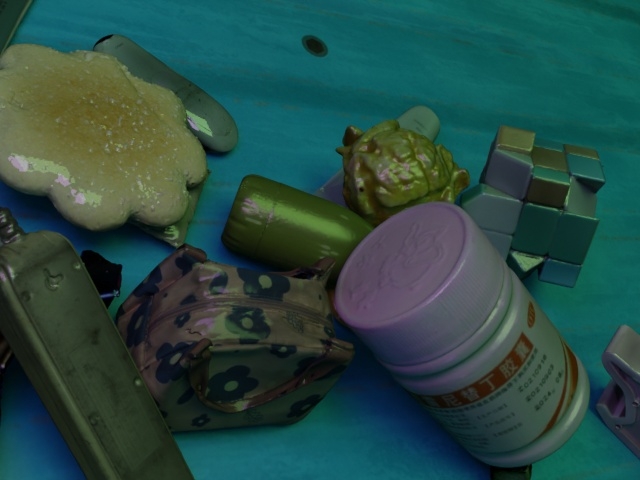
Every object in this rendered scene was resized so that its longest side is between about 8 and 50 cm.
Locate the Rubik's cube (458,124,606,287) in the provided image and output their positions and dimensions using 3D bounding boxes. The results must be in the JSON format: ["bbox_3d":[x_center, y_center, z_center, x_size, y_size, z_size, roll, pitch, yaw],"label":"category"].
[{"bbox_3d":[0.335,-0.053,1.248,0.213,0.265,0.224,12,29,6],"label":"Rubik's cube"}]

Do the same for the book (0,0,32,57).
[{"bbox_3d":[-0.593,-0.369,1.004,0.379,0.031,0.264,22,49,-18],"label":"book"}]

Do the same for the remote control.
[{"bbox_3d":[-0.229,-0.222,1.121,0.256,0.045,0.097,36,46,-2],"label":"remote control"}]

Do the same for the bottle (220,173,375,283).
[{"bbox_3d":[0.000,0.000,1.036,0.260,0.112,0.112,20,49,-7],"label":"bottle"}]

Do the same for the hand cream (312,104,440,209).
[{"bbox_3d":[0.109,-0.127,1.274,0.109,0.067,0.320,42,54,-1],"label":"hand cream"}]

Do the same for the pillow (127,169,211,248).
[{"bbox_3d":[-0.268,-0.086,0.996,0.230,0.050,0.148,25,53,-19],"label":"pillow"}]

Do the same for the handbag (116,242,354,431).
[{"bbox_3d":[-0.093,0.108,0.867,0.252,0.193,0.190,5,61,-29],"label":"handbag"}]

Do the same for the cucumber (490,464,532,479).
[{"bbox_3d":[0.282,0.263,1.065,0.086,0.115,0.193,10,45,12],"label":"cucumber"}]

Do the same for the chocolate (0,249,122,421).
[{"bbox_3d":[-0.328,0.110,0.776,0.148,0.126,0.343,4,40,20],"label":"chocolate"}]

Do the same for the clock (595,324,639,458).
[{"bbox_3d":[0.561,0.242,1.134,0.290,0.275,0.080,42,50,5],"label":"clock"}]

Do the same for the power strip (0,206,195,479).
[{"bbox_3d":[-0.228,0.144,0.740,0.092,0.066,0.387,-42,115,-53],"label":"power strip"}]

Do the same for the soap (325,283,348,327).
[{"bbox_3d":[0.043,0.054,1.102,0.089,0.033,0.168,7,56,-29],"label":"soap"}]

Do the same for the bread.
[{"bbox_3d":[-0.285,-0.140,0.958,0.316,0.054,0.316,22,43,-21],"label":"bread"}]

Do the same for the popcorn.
[{"bbox_3d":[0.106,-0.085,1.115,0.167,0.187,0.185,-47,117,-18],"label":"popcorn"}]

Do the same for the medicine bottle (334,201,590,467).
[{"bbox_3d":[0.185,0.126,0.957,0.316,0.202,0.202,47,42,-28],"label":"medicine bottle"}]
